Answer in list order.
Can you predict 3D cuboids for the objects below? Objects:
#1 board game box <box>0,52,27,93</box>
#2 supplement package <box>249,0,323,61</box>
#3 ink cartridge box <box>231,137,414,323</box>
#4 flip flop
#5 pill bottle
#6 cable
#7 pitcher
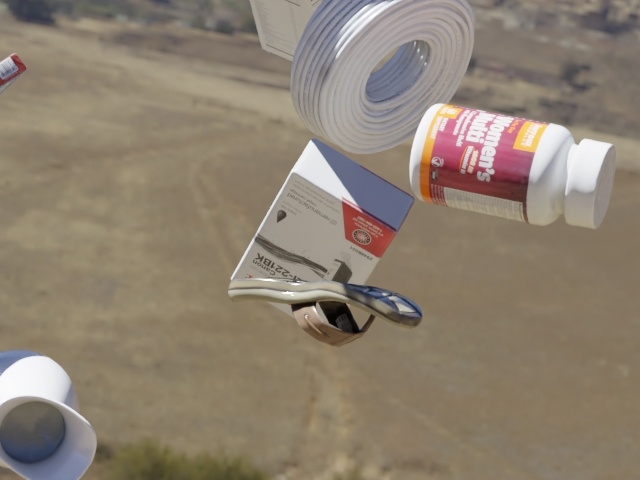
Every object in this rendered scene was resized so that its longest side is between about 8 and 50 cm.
[{"bbox_3d":[-0.458,-0.145,1.913,0.145,0.027,0.281,-38,7,-28],"label":"board game box"},{"bbox_3d":[-0.025,-0.406,2.442,0.139,0.244,0.134,27,59,31],"label":"supplement package"},{"bbox_3d":[0.000,0.000,2.585,0.197,0.273,0.114,31,40,0],"label":"ink cartridge box"},{"bbox_3d":[0.003,0.090,1.938,0.277,0.080,0.112,4,-3,32],"label":"flip flop"},{"bbox_3d":[0.226,-0.084,1.843,0.221,0.121,0.121,12,10,21],"label":"pill bottle"},{"bbox_3d":[0.078,-0.227,1.981,0.257,0.257,0.089,3,37,-49],"label":"cable"},{"bbox_3d":[-0.335,0.174,1.659,0.178,0.125,0.207,33,-3,-20],"label":"pitcher"}]
